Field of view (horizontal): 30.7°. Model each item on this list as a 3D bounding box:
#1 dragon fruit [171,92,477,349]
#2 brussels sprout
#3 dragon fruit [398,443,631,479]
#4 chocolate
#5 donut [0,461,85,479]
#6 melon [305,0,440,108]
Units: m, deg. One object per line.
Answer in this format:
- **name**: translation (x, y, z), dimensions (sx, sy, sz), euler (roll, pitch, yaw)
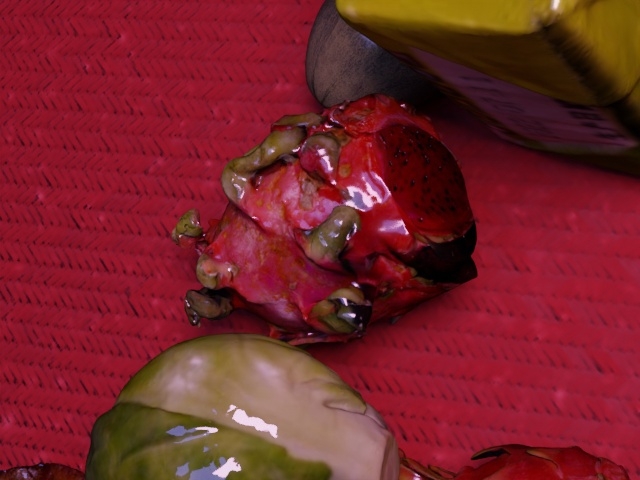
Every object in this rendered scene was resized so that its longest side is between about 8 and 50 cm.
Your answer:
- **dragon fruit**: translation (0.000, 0.000, 0.718), dimensions (0.160, 0.166, 0.172), euler (39, 131, -17)
- **brussels sprout**: translation (-0.051, 0.128, 0.685), dimensions (0.183, 0.145, 0.131), euler (-20, 29, 25)
- **dragon fruit**: translation (0.104, 0.163, 0.701), dimensions (0.190, 0.094, 0.094), euler (0, 79, 40)
- **chocolate**: translation (0.136, -0.207, 0.648), dimensions (0.137, 0.289, 0.300), euler (3, 80, 29)
- **donut**: translation (-0.185, 0.235, 0.775), dimensions (0.166, 0.073, 0.184), euler (43, 95, 19)
- **melon**: translation (0.048, -0.134, 0.758), dimensions (0.131, 0.098, 0.098), euler (-43, 70, 11)
